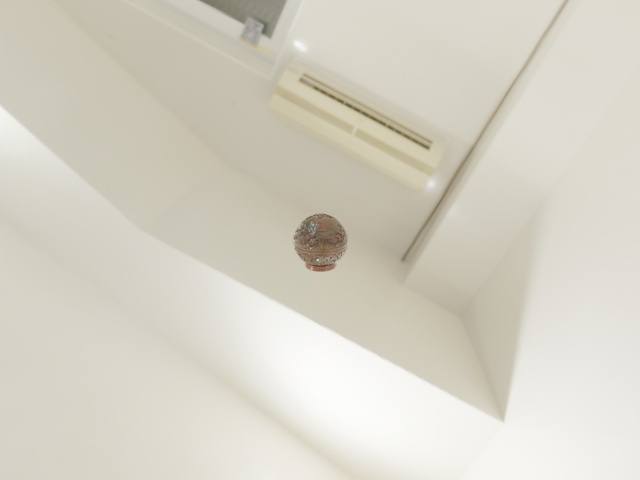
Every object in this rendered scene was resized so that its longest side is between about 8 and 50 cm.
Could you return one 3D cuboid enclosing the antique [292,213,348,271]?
[{"bbox_3d":[0.000,0.000,1.068,0.104,0.104,0.104,23,-155,-11],"label":"antique"}]
